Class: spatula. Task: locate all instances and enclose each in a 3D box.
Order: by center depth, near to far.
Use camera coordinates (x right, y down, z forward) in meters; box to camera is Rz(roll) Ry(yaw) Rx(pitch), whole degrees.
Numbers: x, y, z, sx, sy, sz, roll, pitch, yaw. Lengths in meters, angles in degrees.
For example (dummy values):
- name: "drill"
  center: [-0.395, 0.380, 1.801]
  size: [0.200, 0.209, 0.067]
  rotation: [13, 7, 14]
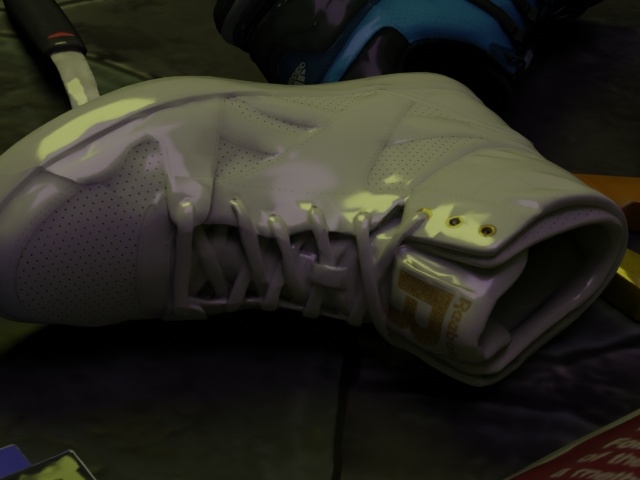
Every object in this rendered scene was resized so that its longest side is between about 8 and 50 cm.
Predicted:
- name: "spatula"
  center: [-0.137, -0.088, 0.886]
  size: [0.084, 0.030, 0.296]
  rotation: [-8, 35, -20]

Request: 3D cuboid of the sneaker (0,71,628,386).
- name: "sneaker"
  center: [0.000, 0.000, 0.699]
  size: [0.292, 0.108, 0.169]
  rotation: [-15, 35, -29]

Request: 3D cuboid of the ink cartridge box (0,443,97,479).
- name: "ink cartridge box"
  center: [-0.149, 0.144, 0.519]
  size: [0.206, 0.045, 0.208]
  rotation: [-19, 39, -31]

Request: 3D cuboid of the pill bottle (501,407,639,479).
- name: "pill bottle"
  center: [0.133, 0.141, 0.393]
  size: [0.392, 0.224, 0.224]
  rotation: [-21, 41, -32]

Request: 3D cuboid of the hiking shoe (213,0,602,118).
- name: "hiking shoe"
  center: [0.081, -0.120, 0.924]
  size: [0.304, 0.113, 0.132]
  rotation: [-18, 67, -36]

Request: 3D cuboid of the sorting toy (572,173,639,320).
- name: "sorting toy"
  center: [0.280, 0.011, 0.774]
  size: [0.307, 0.041, 0.229]
  rotation: [3, 33, -3]
